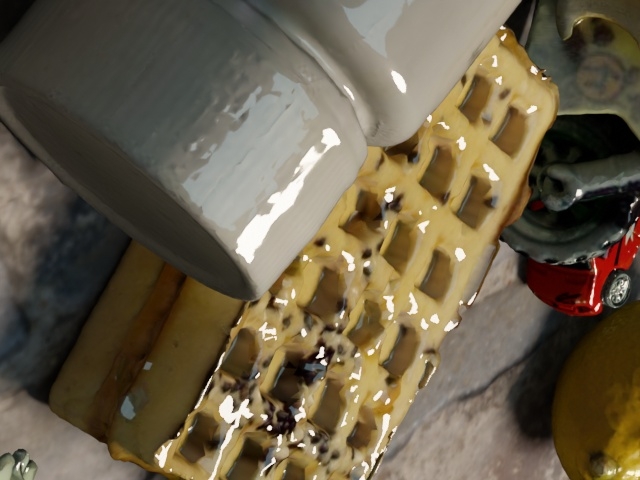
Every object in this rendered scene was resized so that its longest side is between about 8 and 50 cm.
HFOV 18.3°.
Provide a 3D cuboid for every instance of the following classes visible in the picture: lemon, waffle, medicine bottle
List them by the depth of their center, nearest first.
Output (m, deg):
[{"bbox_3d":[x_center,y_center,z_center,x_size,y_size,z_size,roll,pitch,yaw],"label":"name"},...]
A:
[{"bbox_3d":[0.005,-0.166,1.080,0.371,0.211,0.211,-51,145,-11],"label":"medicine bottle"},{"bbox_3d":[0.000,0.000,1.283,0.376,0.114,0.261,-62,147,-10],"label":"waffle"},{"bbox_3d":[0.297,0.146,1.738,0.244,0.187,0.186,-38,137,-39],"label":"lemon"}]

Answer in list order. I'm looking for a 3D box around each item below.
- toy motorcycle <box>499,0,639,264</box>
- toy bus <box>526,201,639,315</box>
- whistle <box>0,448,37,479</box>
[{"bbox_3d":[0.252,-0.171,1.432,0.169,0.237,0.410,-39,139,-74],"label":"toy motorcycle"},{"bbox_3d":[0.227,-0.037,1.628,0.089,0.081,0.195,33,81,-47],"label":"toy bus"},{"bbox_3d":[-0.233,0.214,1.109,0.235,0.077,0.114,-57,174,-7],"label":"whistle"}]
